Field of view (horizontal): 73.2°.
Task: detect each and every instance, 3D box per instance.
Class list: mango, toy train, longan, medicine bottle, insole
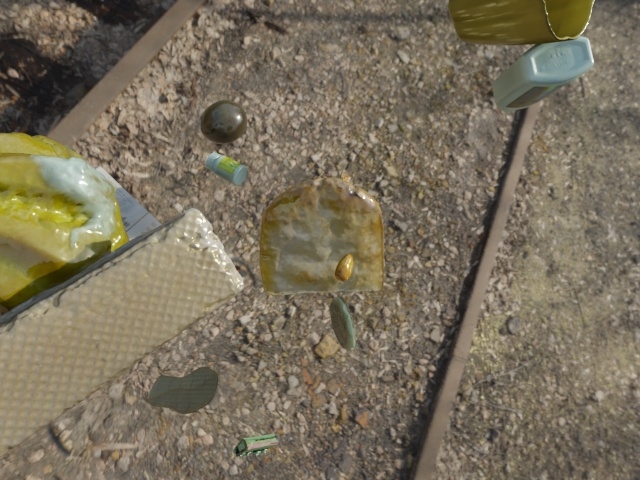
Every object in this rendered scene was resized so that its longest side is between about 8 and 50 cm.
[{"bbox_3d":[0.074,0.080,1.289,0.046,0.060,0.089,15,73,29],"label":"mango"},{"bbox_3d":[-0.197,0.626,1.311,0.148,0.071,0.038,23,28,-51],"label":"toy train"},{"bbox_3d":[-0.436,-0.536,1.957,0.220,0.196,0.197,-34,90,-19],"label":"longan"},{"bbox_3d":[0.409,-0.311,0.839,0.121,0.229,0.083,-14,92,3],"label":"medicine bottle"},{"bbox_3d":[-0.368,0.394,1.135,0.009,0.348,0.119,37,53,-33],"label":"insole"},{"bbox_3d":[-0.205,-0.157,0.938,0.083,0.047,0.047,29,63,14],"label":"medicine bottle"}]

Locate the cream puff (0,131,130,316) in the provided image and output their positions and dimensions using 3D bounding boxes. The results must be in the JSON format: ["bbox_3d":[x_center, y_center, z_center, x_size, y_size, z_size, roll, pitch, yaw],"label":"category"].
[{"bbox_3d":[-0.479,0.011,0.635,0.378,0.275,0.379,3,104,11],"label":"cream puff"}]

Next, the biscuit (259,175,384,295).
[{"bbox_3d":[0.000,-0.001,1.435,0.428,0.104,0.447,-6,120,-2],"label":"biscuit"}]

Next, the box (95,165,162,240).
[{"bbox_3d":[-0.467,-0.034,0.968,0.233,0.067,0.149,48,41,-17],"label":"box"}]

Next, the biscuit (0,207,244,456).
[{"bbox_3d":[-0.305,0.118,0.537,0.426,0.078,0.144,-34,109,-20],"label":"biscuit"}]

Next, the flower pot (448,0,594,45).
[{"bbox_3d":[0.320,-0.409,0.707,0.195,0.179,0.195,-7,102,-36],"label":"flower pot"}]

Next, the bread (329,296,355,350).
[{"bbox_3d":[0.098,0.390,2.005,0.040,0.267,0.267,-13,80,-17],"label":"bread"}]

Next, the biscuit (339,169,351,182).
[{"bbox_3d":[0.064,-0.174,2.149,0.054,0.379,0.094,21,37,-3],"label":"biscuit"}]
